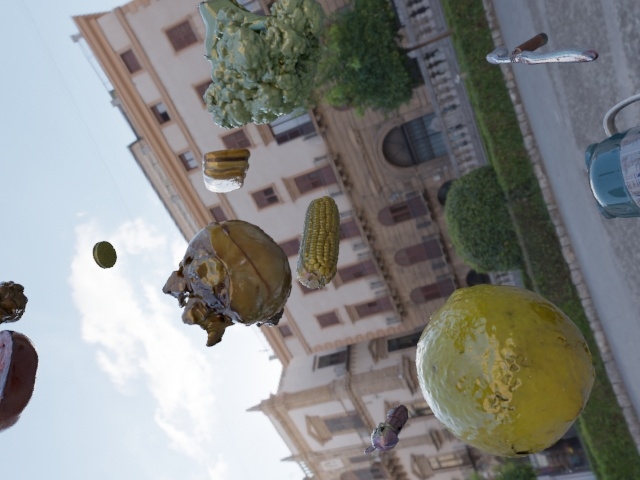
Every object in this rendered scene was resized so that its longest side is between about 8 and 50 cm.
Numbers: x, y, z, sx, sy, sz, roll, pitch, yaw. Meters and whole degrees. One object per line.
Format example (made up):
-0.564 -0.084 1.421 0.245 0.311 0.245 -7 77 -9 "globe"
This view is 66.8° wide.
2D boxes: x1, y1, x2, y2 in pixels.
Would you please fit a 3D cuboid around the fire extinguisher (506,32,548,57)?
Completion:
0.352 -0.329 0.833 0.022 0.083 0.028 63 163 -20 "fire extinguisher"

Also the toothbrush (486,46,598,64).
0.200 -0.173 0.455 0.013 0.019 0.193 47 -169 -19 "toothbrush"

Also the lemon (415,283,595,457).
0.376 0.267 1.047 0.387 0.349 0.350 29 154 52 "lemon"

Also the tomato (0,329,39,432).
-0.647 0.296 1.003 0.085 0.225 0.225 26 -134 -42 "tomato"

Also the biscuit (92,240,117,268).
-0.624 0.042 1.405 0.084 0.023 0.084 -12 -90 -75 "biscuit"

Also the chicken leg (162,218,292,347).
-0.074 0.052 0.455 0.085 0.101 0.207 48 168 17 "chicken leg"

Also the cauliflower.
-0.141 -0.373 0.983 0.281 0.327 0.260 31 -159 -18 "cauliflower"

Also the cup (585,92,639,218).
0.769 -0.197 1.120 0.219 0.257 0.290 -19 -87 -32 "cup"

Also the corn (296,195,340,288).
0.000 0.000 0.942 0.238 0.080 0.080 -81 -31 -46 "corn"

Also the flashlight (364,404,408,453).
0.094 0.249 0.652 0.031 0.052 0.110 62 -154 5 "flashlight"

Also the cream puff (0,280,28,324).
-0.696 0.144 1.056 0.116 0.122 0.094 -33 -71 -28 "cream puff"

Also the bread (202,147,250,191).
-0.237 -0.175 1.226 0.200 0.115 0.077 151 116 -77 "bread"
